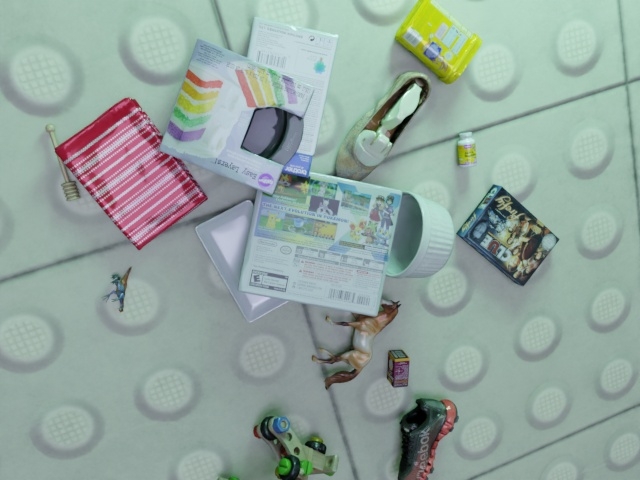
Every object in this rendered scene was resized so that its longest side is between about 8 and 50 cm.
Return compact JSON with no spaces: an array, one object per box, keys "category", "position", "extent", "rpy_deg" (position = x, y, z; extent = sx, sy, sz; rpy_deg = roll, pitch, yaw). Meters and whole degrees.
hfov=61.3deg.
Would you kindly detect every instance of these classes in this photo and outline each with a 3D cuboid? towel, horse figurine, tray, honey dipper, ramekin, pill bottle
[{"category":"towel","position":[-0.398,-0.141,1.157],"extent":[0.199,0.031,0.274],"rpy_deg":[-38,110,-10]},{"category":"horse figurine","position":[0.083,0.254,1.373],"extent":[0.175,0.066,0.263],"rpy_deg":[14,97,-11]},{"category":"tray","position":[-0.170,0.050,1.275],"extent":[0.145,0.030,0.270],"rpy_deg":[-28,108,-6]},{"category":"honey dipper","position":[-0.542,-0.162,1.127],"extent":[0.031,0.030,0.160],"rpy_deg":[-17,104,-11]},{"category":"ramekin","position":[0.223,-0.007,1.279],"extent":[0.109,0.207,0.207],"rpy_deg":[11,100,-26]},{"category":"pill bottle","position":[0.364,-0.226,1.344],"extent":[0.043,0.043,0.083],"rpy_deg":[-13,106,-12]}]

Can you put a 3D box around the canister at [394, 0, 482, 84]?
[{"category":"canister","position":[0.271,-0.465,1.248],"extent":[0.170,0.073,0.126],"rpy_deg":[34,92,-18]}]

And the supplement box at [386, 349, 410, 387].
[{"category":"supplement box","position":[0.205,0.339,1.430],"extent":[0.043,0.055,0.083],"rpy_deg":[-2,103,-13]}]

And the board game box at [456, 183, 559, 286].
[{"category":"board game box","position":[0.499,-0.010,1.431],"extent":[0.243,0.042,0.165],"rpy_deg":[36,92,-19]}]

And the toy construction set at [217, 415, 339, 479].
[{"category":"toy construction set","position":[-0.089,0.613,1.349],"extent":[0.237,0.257,0.309],"rpy_deg":[32,114,-31]}]

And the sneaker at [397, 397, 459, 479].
[{"category":"sneaker","position":[0.261,0.548,1.471],"extent":[0.135,0.097,0.276],"rpy_deg":[23,94,-19]}]

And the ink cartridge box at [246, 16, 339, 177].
[{"category":"ink cartridge box","position":[-0.083,-0.309,1.187],"extent":[0.186,0.065,0.311],"rpy_deg":[10,98,-8]}]

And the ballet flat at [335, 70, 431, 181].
[{"category":"ballet flat","position":[0.145,-0.261,1.245],"extent":[0.108,0.106,0.316],"rpy_deg":[33,93,-19]}]

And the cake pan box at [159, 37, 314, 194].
[{"category":"cake pan box","position":[-0.168,-0.250,1.127],"extent":[0.267,0.070,0.245],"rpy_deg":[23,101,-8]}]

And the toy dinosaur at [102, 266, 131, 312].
[{"category":"toy dinosaur","position":[-0.446,0.119,1.214],"extent":[0.090,0.047,0.082],"rpy_deg":[-28,127,-18]}]

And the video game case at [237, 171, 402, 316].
[{"category":"video game case","position":[0.000,0.000,1.240],"extent":[0.329,0.036,0.299],"rpy_deg":[11,92,-6]}]
